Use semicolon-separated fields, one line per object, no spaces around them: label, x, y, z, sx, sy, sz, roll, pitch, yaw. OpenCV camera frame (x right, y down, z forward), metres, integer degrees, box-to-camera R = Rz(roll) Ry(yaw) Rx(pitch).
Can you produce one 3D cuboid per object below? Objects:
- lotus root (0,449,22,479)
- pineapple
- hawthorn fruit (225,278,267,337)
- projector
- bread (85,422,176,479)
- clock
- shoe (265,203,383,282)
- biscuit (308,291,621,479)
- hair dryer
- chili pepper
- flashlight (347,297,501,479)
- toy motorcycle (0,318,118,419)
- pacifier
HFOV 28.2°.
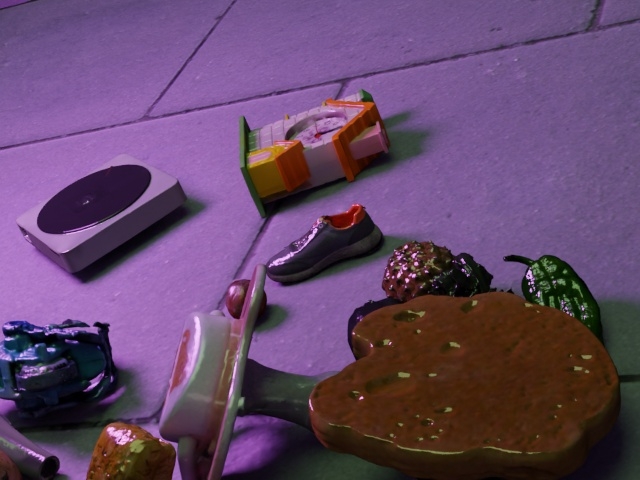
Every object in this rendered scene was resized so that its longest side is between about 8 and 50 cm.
lotus root;-0.507;0.340;1.730;0.284;0.146;0.160;5;77;37
pineapple;0.183;0.075;1.725;0.111;0.119;0.237;-32;26;-19
hawthorn fruit;-0.113;0.109;1.945;0.067;0.067;0.103;-13;57;17
projector;-0.409;-0.051;2.382;0.259;0.079;0.257;-35;32;-19
bread;-0.245;0.326;1.539;0.114;0.083;0.211;14;89;49
clock;-0.011;-0.176;2.279;0.255;0.106;0.220;-19;29;6
shoe;-0.002;0.000;2.011;0.194;0.077;0.074;-20;30;5
biscuit;0.167;0.166;1.482;0.351;0.057;0.312;-3;31;8
hair dryer;-0.466;0.266;1.806;0.219;0.225;0.088;26;58;15
chili pepper;0.307;0.101;1.627;0.100;0.074;0.257;-11;33;2
flashlight;0.122;0.210;1.564;0.103;0.103;0.424;-24;30;-1
toy motorcycle;-0.431;0.189;1.956;0.260;0.154;0.206;-3;11;39
pacifier;-0.090;0.190;1.618;0.273;0.220;0.332;-7;54;25
